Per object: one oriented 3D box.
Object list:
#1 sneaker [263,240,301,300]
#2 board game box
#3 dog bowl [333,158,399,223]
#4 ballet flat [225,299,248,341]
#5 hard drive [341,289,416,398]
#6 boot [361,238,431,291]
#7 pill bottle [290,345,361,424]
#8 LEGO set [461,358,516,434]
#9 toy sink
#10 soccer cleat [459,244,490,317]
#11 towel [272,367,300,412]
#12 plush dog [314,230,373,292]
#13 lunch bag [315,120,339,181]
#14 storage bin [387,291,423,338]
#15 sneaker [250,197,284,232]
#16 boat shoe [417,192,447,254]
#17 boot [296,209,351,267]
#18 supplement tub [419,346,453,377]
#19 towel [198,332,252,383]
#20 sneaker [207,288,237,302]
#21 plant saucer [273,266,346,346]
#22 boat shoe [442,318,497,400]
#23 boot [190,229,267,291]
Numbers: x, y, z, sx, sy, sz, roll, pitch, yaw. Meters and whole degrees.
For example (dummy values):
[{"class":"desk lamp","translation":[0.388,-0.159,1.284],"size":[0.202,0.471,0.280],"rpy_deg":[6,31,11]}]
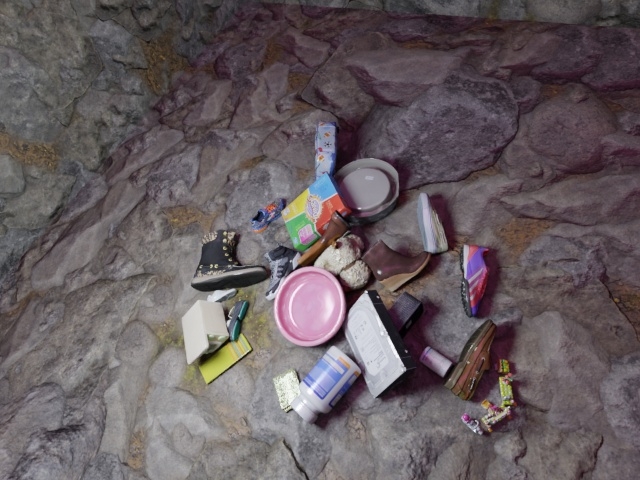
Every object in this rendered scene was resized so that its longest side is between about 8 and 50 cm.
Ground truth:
[{"class":"sneaker","translation":[-0.209,0.131,1.921],"size":[0.153,0.101,0.269],"rpy_deg":[38,64,-13]},{"class":"board game box","translation":[-0.028,-0.137,2.019],"size":[0.316,0.064,0.242],"rpy_deg":[-40,53,21]},{"class":"dog bowl","translation":[0.219,-0.235,2.059],"size":[0.348,0.102,0.349],"rpy_deg":[-7,58,11]},{"class":"ballet flat","translation":[-0.385,0.357,1.890],"size":[0.074,0.074,0.203],"rpy_deg":[1,51,17]},{"class":"hard drive","translation":[0.206,0.392,1.610],"size":[0.064,0.237,0.339],"rpy_deg":[-1,50,-33]},{"class":"boot","translation":[0.323,0.073,1.794],"size":[0.248,0.090,0.207],"rpy_deg":[-40,93,-2]},{"class":"pill bottle","translation":[0.015,0.552,1.606],"size":[0.152,0.152,0.272],"rpy_deg":[36,74,31]},{"class":"LEGO set","translation":[0.616,0.543,1.461],"size":[0.132,0.107,0.287],"rpy_deg":[30,72,29]},{"class":"toy sink","translation":[-0.494,0.402,1.831],"size":[0.153,0.131,0.234],"rpy_deg":[-45,48,27]},{"class":"soccer cleat","translation":[0.627,0.158,1.700],"size":[0.116,0.109,0.318],"rpy_deg":[2,57,13]},{"class":"towel","translation":[-0.127,0.599,1.694],"size":[0.110,0.027,0.148],"rpy_deg":[-28,57,-1]},{"class":"plush dog","translation":[0.124,0.107,1.843],"size":[0.262,0.210,0.225],"rpy_deg":[-37,80,-8]},{"class":"lunch bag","translation":[0.033,-0.449,2.169],"size":[0.114,0.243,0.304],"rpy_deg":[3,61,4]},{"class":"storage bin","translation":[0.323,0.309,1.682],"size":[0.084,0.122,0.180],"rpy_deg":[33,73,30]},{"class":"sneaker","translation":[-0.269,-0.137,2.150],"size":[0.083,0.087,0.221],"rpy_deg":[32,73,29]},{"class":"boat shoe","translation":[0.499,-0.076,1.893],"size":[0.094,0.109,0.302],"rpy_deg":[-2,67,-3]},{"class":"boot","translation":[0.000,0.000,1.872],"size":[0.280,0.264,0.096],"rpy_deg":[-38,79,-4]},{"class":"supplement tub","translation":[0.435,0.457,1.590],"size":[0.107,0.071,0.071],"rpy_deg":[32,73,29]},{"class":"towel","translation":[-0.413,0.512,1.837],"size":[0.237,0.021,0.102],"rpy_deg":[-37,51,-7]},{"class":"sneaker","translation":[-0.468,0.256,1.988],"size":[0.152,0.054,0.061],"rpy_deg":[-24,53,2]},{"class":"plant saucer","translation":[-0.038,0.279,1.786],"size":[0.332,0.084,0.332],"rpy_deg":[-8,72,25]},{"class":"boat shoe","translation":[0.573,0.438,1.550],"size":[0.104,0.111,0.307],"rpy_deg":[35,80,13]},{"class":"boot","translation":[-0.436,0.085,2.039],"size":[0.377,0.138,0.284],"rpy_deg":[-13,57,16]}]
